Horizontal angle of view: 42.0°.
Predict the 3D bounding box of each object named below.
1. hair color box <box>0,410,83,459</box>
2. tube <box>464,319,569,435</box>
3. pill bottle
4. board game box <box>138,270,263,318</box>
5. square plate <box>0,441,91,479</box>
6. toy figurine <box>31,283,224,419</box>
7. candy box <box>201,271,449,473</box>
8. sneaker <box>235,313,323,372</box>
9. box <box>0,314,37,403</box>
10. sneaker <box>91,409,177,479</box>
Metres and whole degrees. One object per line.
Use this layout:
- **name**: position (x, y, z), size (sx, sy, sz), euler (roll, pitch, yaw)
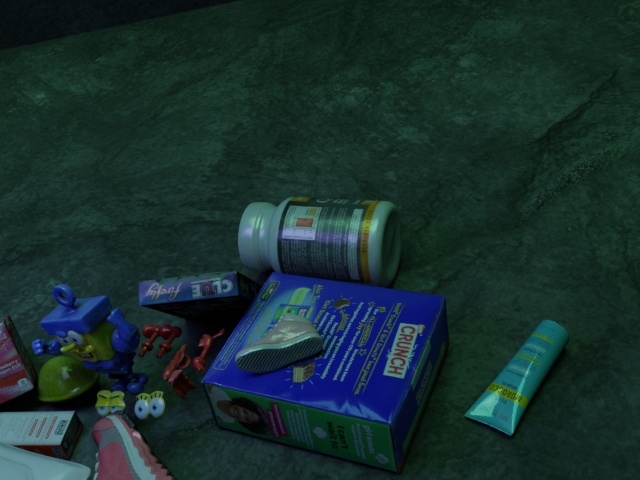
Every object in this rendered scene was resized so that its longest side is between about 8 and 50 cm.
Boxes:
- **hair color box**: position (-0.471, 0.320, 1.366), size (0.141, 0.043, 0.072), euler (-4, 39, 13)
- **tube**: position (0.312, 0.211, 1.291), size (0.080, 0.052, 0.207), euler (14, 51, 44)
- **pill bottle**: position (0.000, 0.000, 1.545), size (0.279, 0.162, 0.162), euler (4, 41, 20)
- **board game box**: position (-0.193, 0.097, 1.436), size (0.165, 0.243, 0.042), euler (-7, 79, 7)
- **square plate**: position (-0.550, 0.425, 1.191), size (0.347, 0.049, 0.344), euler (5, 46, 34)
- **toy figurine**: position (-0.364, 0.141, 1.347), size (0.363, 0.217, 0.191), euler (-6, 37, 38)
- **candy box**: position (0.018, 0.195, 1.326), size (0.317, 0.122, 0.268), euler (7, 42, 26)
- **sneaker**: position (-0.068, 0.154, 1.265), size (0.134, 0.051, 0.070), euler (-16, 38, -7)
- **box**: position (-0.628, 0.238, 1.413), size (0.257, 0.128, 0.123), euler (-24, 9, -14)
- **sneaker**: position (-0.287, 0.354, 1.193), size (0.136, 0.116, 0.314), euler (-33, 32, -20)
